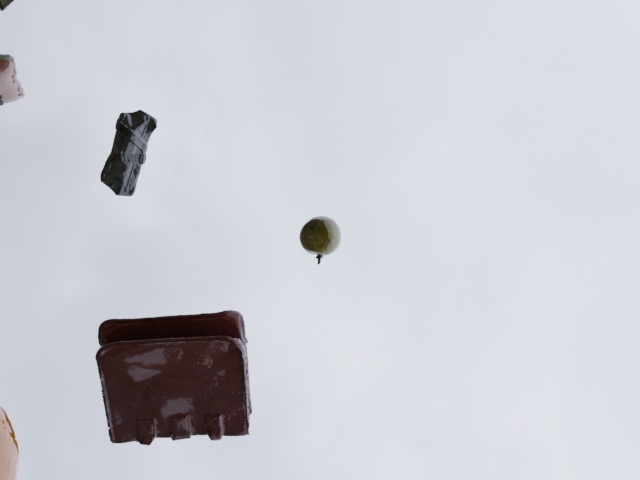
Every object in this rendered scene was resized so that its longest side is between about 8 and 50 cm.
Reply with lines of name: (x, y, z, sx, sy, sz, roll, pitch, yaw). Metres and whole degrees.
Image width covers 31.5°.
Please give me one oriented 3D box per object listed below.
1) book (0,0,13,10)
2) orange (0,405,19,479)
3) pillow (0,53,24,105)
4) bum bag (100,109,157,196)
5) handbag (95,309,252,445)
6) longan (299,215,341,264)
book: (-0.520, -0.499, 1.919, 0.231, 0.026, 0.157, -15, -82, 53)
orange: (-0.464, 0.252, 1.284, 0.171, 0.240, 0.240, 112, -38, -49)
pillow: (-0.639, -0.287, 2.075, 0.171, 0.179, 0.075, 106, -22, -69)
bum bag: (-0.428, -0.195, 2.518, 0.049, 0.087, 0.197, 10, -97, 68)
handbag: (-0.249, 0.243, 1.955, 0.084, 0.260, 0.275, -99, -175, -47)
longan: (0.000, 0.000, 1.915, 0.075, 0.075, 0.083, 9, -77, 56)
